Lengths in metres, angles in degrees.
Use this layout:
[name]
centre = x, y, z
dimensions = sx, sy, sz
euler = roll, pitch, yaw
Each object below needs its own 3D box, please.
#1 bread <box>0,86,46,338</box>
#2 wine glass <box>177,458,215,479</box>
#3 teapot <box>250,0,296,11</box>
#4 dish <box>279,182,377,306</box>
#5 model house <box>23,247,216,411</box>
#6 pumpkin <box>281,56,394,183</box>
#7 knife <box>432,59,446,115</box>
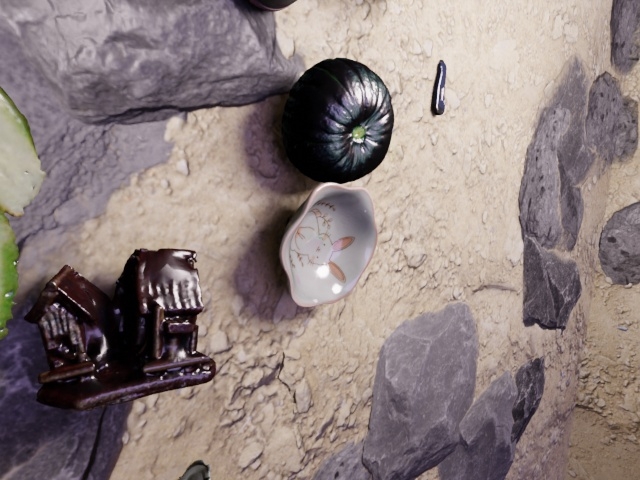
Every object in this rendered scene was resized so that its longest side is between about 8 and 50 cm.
[bread]
centre = -0.407, -0.014, 0.311
dimensions = 0.382, 0.129, 0.366
euler = -47, 142, -35
[wine glass]
centre = -0.164, 0.432, 0.686
dimensions = 0.072, 0.072, 0.155
euler = -47, 124, -23
[teapot]
centre = -0.034, -0.399, 0.572
dimensions = 0.148, 0.146, 0.116
euler = -42, 122, -26
[dish]
centre = 0.000, 0.000, 0.725
dimensions = 0.229, 0.081, 0.230
euler = -19, 119, -38
[model house]
centre = -0.239, 0.097, 0.512
dimensions = 0.203, 0.141, 0.164
euler = -6, 113, -37
[pumpkin]
centre = 0.028, -0.187, 0.674
dimensions = 0.201, 0.140, 0.202
euler = -19, 126, -28
[knife]
centre = 0.266, -0.339, 0.921
dimensions = 0.031, 0.018, 0.121
euler = 3, 97, -33
